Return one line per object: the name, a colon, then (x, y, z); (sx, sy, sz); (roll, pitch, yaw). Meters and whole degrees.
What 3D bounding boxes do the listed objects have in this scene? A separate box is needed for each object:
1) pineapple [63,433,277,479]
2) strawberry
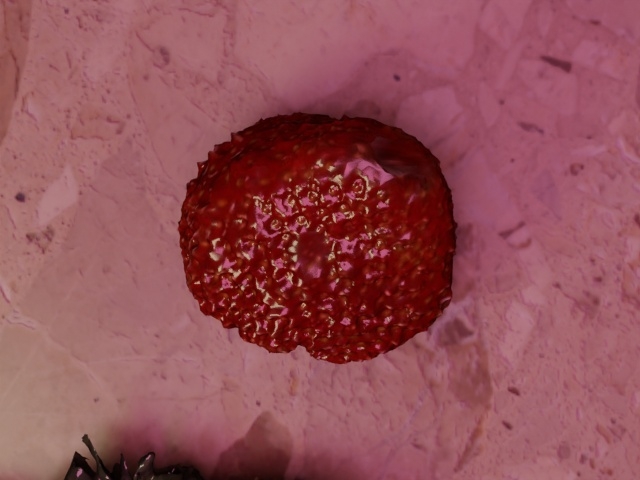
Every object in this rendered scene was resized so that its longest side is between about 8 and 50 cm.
pineapple: (-0.129, 0.285, 1.710); (0.340, 0.169, 0.169); (16, 99, 10)
strawberry: (0.000, -0.004, 1.607); (0.261, 0.257, 0.261); (-1, 100, -3)
